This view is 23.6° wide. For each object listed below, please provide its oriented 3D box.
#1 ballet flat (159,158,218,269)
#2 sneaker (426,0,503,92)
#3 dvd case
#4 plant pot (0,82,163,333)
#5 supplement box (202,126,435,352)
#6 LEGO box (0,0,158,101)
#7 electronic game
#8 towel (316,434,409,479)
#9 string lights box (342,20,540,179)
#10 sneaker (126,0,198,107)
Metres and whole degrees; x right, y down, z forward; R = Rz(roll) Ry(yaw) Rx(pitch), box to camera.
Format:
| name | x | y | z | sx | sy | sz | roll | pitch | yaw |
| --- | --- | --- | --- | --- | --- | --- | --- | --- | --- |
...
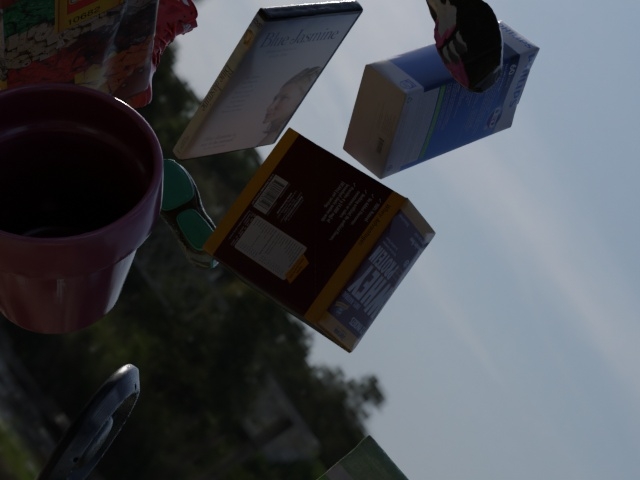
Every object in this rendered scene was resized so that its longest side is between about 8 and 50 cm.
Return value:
| name | x | y | z | sx | sy | sz | roll | pitch | yaw |
| --- | --- | --- | --- | --- | --- | --- | --- | --- | --- |
| ballet flat | -0.187 | -0.031 | 2.116 | 0.188 | 0.070 | 0.070 | 62 | -1 | 37 |
| sneaker | 0.156 | -0.232 | 1.641 | 0.077 | 0.072 | 0.178 | 46 | 27 | -61 |
| dvd case | -0.067 | -0.203 | 1.952 | 0.022 | 0.180 | 0.253 | 52 | -51 | 21 |
| plant pot | -0.249 | -0.016 | 1.428 | 0.201 | 0.201 | 0.180 | 51 | -29 | 30 |
| supplement box | 0.000 | 0.000 | 1.912 | 0.194 | 0.191 | 0.129 | 33 | -6 | 28 |
| LEGO box | -0.378 | -0.400 | 1.641 | 0.500 | 0.193 | 0.372 | 55 | -21 | 16 |
| electronic game | -0.312 | 0.261 | 2.035 | 0.048 | 0.229 | 0.229 | 34 | -9 | 5 |
| towel | 0.015 | 0.433 | 1.870 | 0.248 | 0.325 | 0.038 | 50 | -2 | -13 |
| string lights box | 0.157 | -0.183 | 1.968 | 0.077 | 0.260 | 0.133 | 40 | -47 | 29 |
| sneaker | -0.232 | -0.296 | 2.238 | 0.087 | 0.128 | 0.221 | 129 | -44 | -61 |
